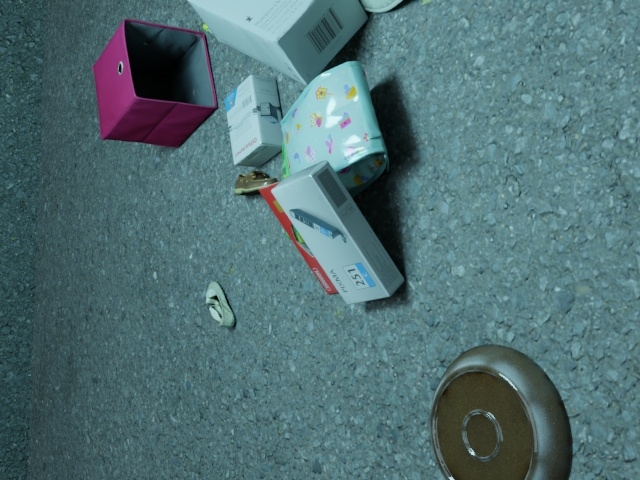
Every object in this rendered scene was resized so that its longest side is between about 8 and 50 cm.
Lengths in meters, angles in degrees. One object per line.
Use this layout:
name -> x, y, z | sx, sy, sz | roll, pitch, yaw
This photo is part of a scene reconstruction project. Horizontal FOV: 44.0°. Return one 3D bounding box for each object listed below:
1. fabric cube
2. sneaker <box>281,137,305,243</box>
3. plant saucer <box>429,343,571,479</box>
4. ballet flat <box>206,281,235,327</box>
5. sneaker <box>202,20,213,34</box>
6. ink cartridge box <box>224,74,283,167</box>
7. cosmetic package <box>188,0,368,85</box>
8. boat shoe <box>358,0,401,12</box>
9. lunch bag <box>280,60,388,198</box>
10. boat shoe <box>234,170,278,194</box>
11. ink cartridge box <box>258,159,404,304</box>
fabric cube -> -0.484, -0.445, 2.283 | 0.258, 0.259, 0.254 | -31, 65, 48
sneaker -> -0.061, -0.138, 1.825 | 0.123, 0.109, 0.295 | -9, 81, 49
plant saucer -> 0.292, 0.337, 1.379 | 0.311, 0.050, 0.310 | -6, 82, 52
ballet flat -> -0.281, 0.170, 2.146 | 0.168, 0.052, 0.057 | 53, 128, 41
sneaker -> -0.184, -0.634, 2.043 | 0.121, 0.111, 0.300 | 44, 121, 15
ink cartridge box -> -0.166, -0.298, 1.997 | 0.140, 0.082, 0.190 | -28, 67, 49
cosmetic package -> -0.105, -0.522, 1.782 | 0.217, 0.156, 0.385 | -50, 48, -7
boat shoe -> 0.153, -0.548, 1.605 | 0.099, 0.116, 0.319 | -47, 24, -18
lunch bag -> 0.041, -0.218, 1.656 | 0.262, 0.160, 0.223 | -39, 57, 52
boat shoe -> -0.166, -0.148, 2.003 | 0.178, 0.064, 0.060 | -2, 88, 56
ink cartridge box -> 0.000, 0.000, 1.642 | 0.261, 0.066, 0.296 | -16, 111, 52
